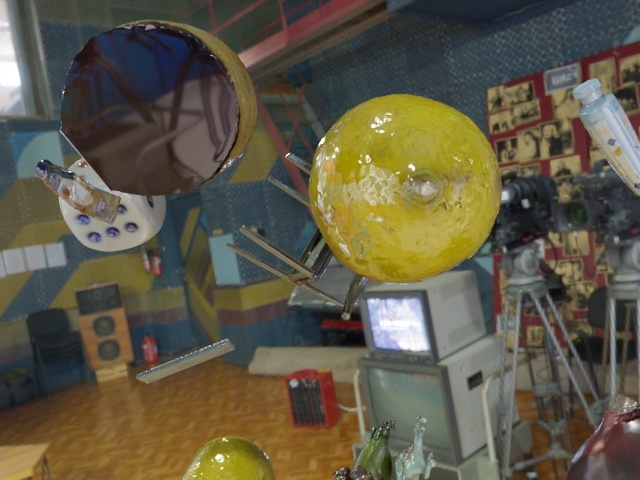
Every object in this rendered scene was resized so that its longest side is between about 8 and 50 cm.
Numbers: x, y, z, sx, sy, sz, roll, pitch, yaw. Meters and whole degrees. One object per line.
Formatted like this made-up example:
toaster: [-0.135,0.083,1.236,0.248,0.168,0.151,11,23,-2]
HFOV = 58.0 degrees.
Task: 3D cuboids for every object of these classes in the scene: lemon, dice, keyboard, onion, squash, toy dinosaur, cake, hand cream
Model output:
lemon: [0.109,-0.067,0.781,0.257,0.258,0.310,-10,4,-7]
dice: [-0.496,-0.100,1.393,0.193,0.194,0.192,-13,38,3]
keyboard: [-0.244,0.221,1.057,0.176,0.014,0.055,-21,-21,-6]
onion: [0.448,0.303,0.791,0.271,0.195,0.272,-20,-16,-6]
squash: [0.071,0.479,1.040,0.087,0.087,0.332,-8,42,40]
toy dinosaur: [0.160,0.416,1.066,0.053,0.168,0.242,5,-20,-1]
lemon: [-0.169,0.457,1.070,0.178,0.178,0.203,-8,37,32]
cake: [-0.179,-0.158,0.680,0.207,0.185,0.178,-7,17,-6]
hand cream: [-0.431,-0.090,1.022,0.163,0.062,0.039,30,23,6]
hand cream: [0.352,-0.111,0.676,0.043,0.171,0.065,-34,14,21]

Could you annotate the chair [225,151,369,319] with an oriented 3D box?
chair: [0.000,0.000,1.024,0.272,0.188,0.166,32,-17,-10]

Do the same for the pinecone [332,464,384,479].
pinecone: [0.060,0.423,0.867,0.173,0.174,0.173,-10,2,0]
